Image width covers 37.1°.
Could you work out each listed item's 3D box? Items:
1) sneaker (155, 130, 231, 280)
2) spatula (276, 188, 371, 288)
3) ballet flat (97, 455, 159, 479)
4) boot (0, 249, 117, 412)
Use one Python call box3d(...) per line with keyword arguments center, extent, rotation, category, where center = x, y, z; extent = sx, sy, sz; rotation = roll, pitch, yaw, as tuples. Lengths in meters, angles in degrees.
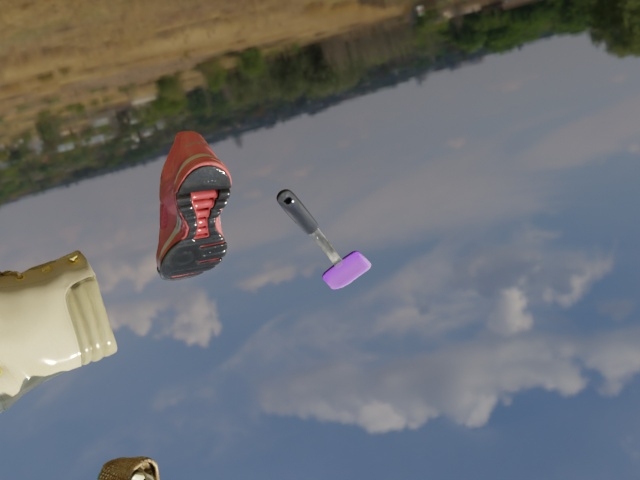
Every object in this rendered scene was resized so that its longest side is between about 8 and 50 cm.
box3d(center=(-0.224, -0.058, 1.639), extent=(0.116, 0.136, 0.314), rotation=(-6, 141, -25), category="sneaker")
box3d(center=(0.000, 0.000, 1.626), extent=(0.084, 0.296, 0.030), rotation=(-37, -135, 4), category="spatula")
box3d(center=(-0.179, 0.300, 0.920), extent=(0.067, 0.206, 0.073), rotation=(-26, 144, 19), category="ballet flat")
box3d(center=(-0.348, 0.044, 0.989), extent=(0.203, 0.262, 0.095), rotation=(-27, 177, -28), category="boot")
